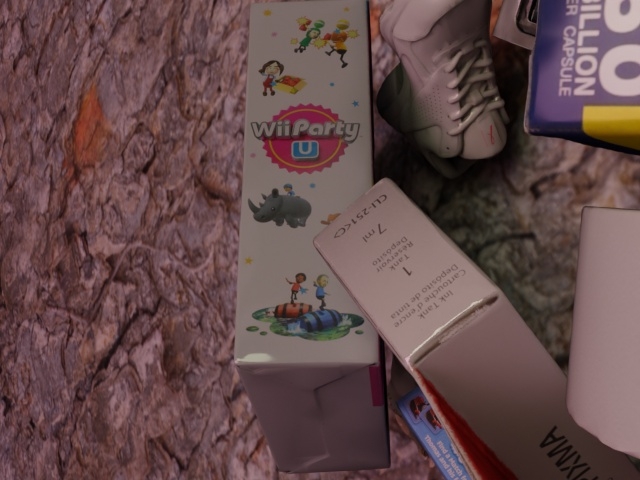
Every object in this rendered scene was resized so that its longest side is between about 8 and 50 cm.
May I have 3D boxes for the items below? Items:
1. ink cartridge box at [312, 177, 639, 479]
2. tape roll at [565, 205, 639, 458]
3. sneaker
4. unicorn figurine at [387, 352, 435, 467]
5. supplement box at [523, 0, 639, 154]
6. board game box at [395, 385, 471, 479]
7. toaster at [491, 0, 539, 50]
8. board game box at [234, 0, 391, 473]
[{"bbox_3d":[0.138,0.130,0.555,0.066,0.296,0.261,-40,35,3],"label":"ink cartridge box"},{"bbox_3d":[0.255,0.044,0.435,0.286,0.286,0.100,7,94,53],"label":"tape roll"},{"bbox_3d":[0.108,-0.122,0.757,0.115,0.090,0.232,56,172,18],"label":"sneaker"},{"bbox_3d":[0.083,0.105,0.839,0.111,0.060,0.162,-122,42,-51],"label":"unicorn figurine"},{"bbox_3d":[0.285,-0.125,0.383,0.356,0.195,0.194,5,93,33],"label":"supplement box"},{"bbox_3d":[0.141,0.209,0.690,0.039,0.160,0.211,-37,51,0],"label":"board game box"},{"bbox_3d":[0.214,-0.181,0.638,0.186,0.110,0.168,37,119,47],"label":"toaster"},{"bbox_3d":[0.000,0.000,0.775,0.224,0.097,0.303,82,-174,-60],"label":"board game box"}]
